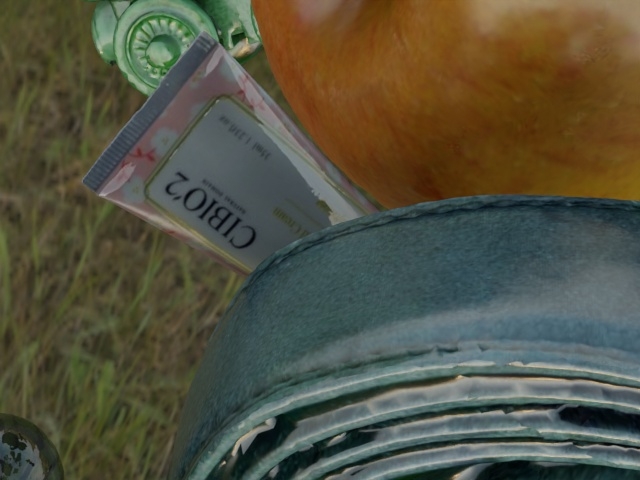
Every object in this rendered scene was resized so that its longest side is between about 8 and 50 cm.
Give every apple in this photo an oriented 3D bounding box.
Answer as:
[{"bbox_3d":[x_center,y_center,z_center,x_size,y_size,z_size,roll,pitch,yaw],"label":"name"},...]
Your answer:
[{"bbox_3d":[0.096,-0.141,0.776,0.275,0.299,0.299,-23,76,-44],"label":"apple"}]

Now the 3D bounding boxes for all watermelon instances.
[{"bbox_3d":[-0.238,0.183,1.292,0.105,0.133,0.105,-4,106,-15],"label":"watermelon"}]

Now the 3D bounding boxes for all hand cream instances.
[{"bbox_3d":[0.000,0.000,0.667,0.067,0.210,0.043,-50,44,4],"label":"hand cream"}]

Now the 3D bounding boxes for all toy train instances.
[{"bbox_3d":[-0.061,-0.216,1.303,0.266,0.145,0.202,-12,107,20],"label":"toy train"}]

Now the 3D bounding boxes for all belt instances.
[{"bbox_3d":[0.080,0.085,0.551,0.267,0.206,0.116,-2,36,9],"label":"belt"}]
